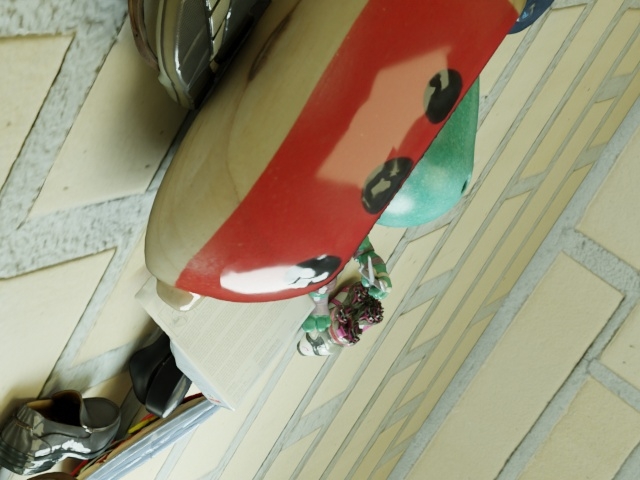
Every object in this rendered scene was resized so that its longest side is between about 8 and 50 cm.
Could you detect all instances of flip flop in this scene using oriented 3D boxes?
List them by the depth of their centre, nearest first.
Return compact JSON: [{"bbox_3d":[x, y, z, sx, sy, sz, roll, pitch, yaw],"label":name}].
[{"bbox_3d":[-0.094,-0.166,1.035,0.112,0.080,0.277,-53,180,-8],"label":"flip flop"}]

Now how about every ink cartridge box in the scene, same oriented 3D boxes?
[{"bbox_3d":[-0.100,0.058,1.447,0.145,0.045,0.179,-52,125,-21],"label":"ink cartridge box"}]

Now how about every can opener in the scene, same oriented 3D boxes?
[{"bbox_3d":[-0.132,0.090,1.500,0.186,0.073,0.059,-61,157,-6],"label":"can opener"}]

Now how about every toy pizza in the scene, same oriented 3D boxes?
[{"bbox_3d":[-0.187,0.210,1.568,0.201,0.032,0.201,-34,172,-5],"label":"toy pizza"}]

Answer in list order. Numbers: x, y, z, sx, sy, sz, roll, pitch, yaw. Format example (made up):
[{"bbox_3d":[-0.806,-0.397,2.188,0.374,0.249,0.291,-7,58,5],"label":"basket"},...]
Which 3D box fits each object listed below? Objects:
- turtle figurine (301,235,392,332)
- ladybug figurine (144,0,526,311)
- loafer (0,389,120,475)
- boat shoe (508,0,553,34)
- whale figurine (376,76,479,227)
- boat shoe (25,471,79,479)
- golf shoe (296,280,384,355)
[{"bbox_3d":[0.000,0.000,1.536,0.234,0.175,0.118,-58,-176,46],"label":"turtle figurine"},{"bbox_3d":[0.021,-0.119,1.213,0.449,0.162,0.305,-55,178,5],"label":"ladybug figurine"},{"bbox_3d":[-0.232,0.167,1.367,0.061,0.062,0.170,-63,164,17],"label":"loafer"},{"bbox_3d":[0.260,-0.328,1.652,0.089,0.109,0.258,-26,147,-53],"label":"boat shoe"},{"bbox_3d":[0.123,-0.136,1.593,0.272,0.141,0.216,-59,164,2],"label":"whale figurine"},{"bbox_3d":[-0.294,0.316,1.447,0.307,0.111,0.104,-52,172,33],"label":"boat shoe"},{"bbox_3d":[0.026,0.106,2.011,0.086,0.067,0.186,-26,-177,26],"label":"golf shoe"}]
